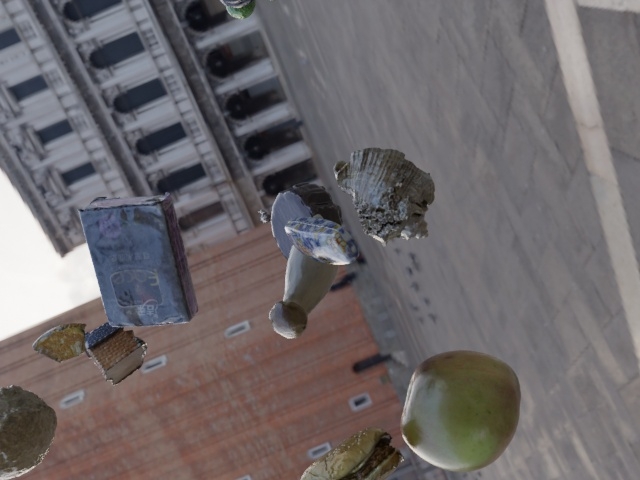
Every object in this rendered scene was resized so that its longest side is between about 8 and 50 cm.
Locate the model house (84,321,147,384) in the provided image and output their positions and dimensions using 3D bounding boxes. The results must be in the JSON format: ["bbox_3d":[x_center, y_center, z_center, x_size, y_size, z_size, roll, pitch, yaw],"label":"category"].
[{"bbox_3d":[-0.682,0.354,2.482,0.172,0.166,0.183,44,151,15],"label":"model house"}]

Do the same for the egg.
[{"bbox_3d":[-0.920,0.563,2.194,0.279,0.310,0.279,22,121,41],"label":"egg"}]

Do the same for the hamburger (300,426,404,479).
[{"bbox_3d":[0.075,0.599,1.965,0.145,0.283,0.259,48,165,17],"label":"hamburger"}]

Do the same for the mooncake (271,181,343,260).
[{"bbox_3d":[-0.037,-0.048,2.480,0.283,0.141,0.283,29,128,45],"label":"mooncake"}]

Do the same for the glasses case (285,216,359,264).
[{"bbox_3d":[0.000,0.000,1.542,0.087,0.065,0.248,59,160,-20],"label":"glasses case"}]

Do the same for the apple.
[{"bbox_3d":[0.355,0.437,1.983,0.319,0.277,0.319,-161,90,-85],"label":"apple"}]

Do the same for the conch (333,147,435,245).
[{"bbox_3d":[0.137,-0.094,1.562,0.245,0.178,0.163,39,-172,-3],"label":"conch"}]

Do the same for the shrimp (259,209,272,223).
[{"bbox_3d":[-0.155,-0.065,2.162,0.038,0.029,0.092,51,-179,-22],"label":"shrimp"}]

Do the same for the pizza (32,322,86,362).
[{"bbox_3d":[-0.726,0.288,2.146,0.036,0.160,0.099,-104,-8,-73],"label":"pizza"}]

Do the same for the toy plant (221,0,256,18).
[{"bbox_3d":[-0.205,-0.744,2.173,0.235,0.218,0.175,28,-146,-58],"label":"toy plant"}]

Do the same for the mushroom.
[{"bbox_3d":[-0.031,0.080,1.838,0.128,0.128,0.350,67,-146,-41],"label":"mushroom"}]

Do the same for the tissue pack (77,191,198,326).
[{"bbox_3d":[-0.491,0.056,2.082,0.122,0.259,0.362,-56,-39,-65],"label":"tissue pack"}]
